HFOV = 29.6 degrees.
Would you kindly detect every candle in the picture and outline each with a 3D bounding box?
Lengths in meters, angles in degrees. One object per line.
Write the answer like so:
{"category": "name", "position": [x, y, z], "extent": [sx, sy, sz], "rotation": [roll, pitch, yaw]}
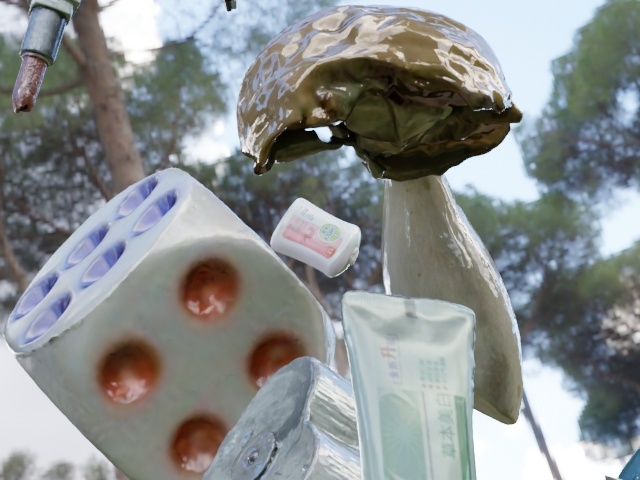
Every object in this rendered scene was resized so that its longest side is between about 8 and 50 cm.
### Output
{"category": "candle", "position": [-0.033, 0.187, 0.938], "extent": [0.068, 0.192, 0.168], "rotation": [39, -70, -18]}

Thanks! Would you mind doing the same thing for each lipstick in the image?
{"category": "lipstick", "position": [-0.145, -0.115, 0.643], "extent": [0.025, 0.107, 0.025], "rotation": [18, -21, -19]}

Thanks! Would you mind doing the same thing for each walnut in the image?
{"category": "walnut", "position": [0.055, -0.135, 1.046], "extent": [0.204, 0.141, 0.238], "rotation": [-21, -17, 42]}

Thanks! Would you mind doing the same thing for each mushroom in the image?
{"category": "mushroom", "position": [0.132, 0.036, 1.298], "extent": [0.128, 0.350, 0.128], "rotation": [-16, 1, 0]}

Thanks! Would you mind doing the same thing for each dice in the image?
{"category": "dice", "position": [-0.151, 0.097, 1.254], "extent": [0.259, 0.243, 0.251], "rotation": [-45, -68, -10]}

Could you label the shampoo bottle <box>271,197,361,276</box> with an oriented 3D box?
{"category": "shampoo bottle", "position": [0.000, 0.000, 1.426], "extent": [0.099, 0.072, 0.043], "rotation": [27, -23, 17]}

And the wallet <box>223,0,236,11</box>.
{"category": "wallet", "position": [-0.123, -0.343, 1.327], "extent": [0.020, 0.196, 0.103], "rotation": [-12, -48, -10]}

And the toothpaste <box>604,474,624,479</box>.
{"category": "toothpaste", "position": [0.300, 0.219, 0.875], "extent": [0.194, 0.043, 0.067], "rotation": [13, -42, 30]}

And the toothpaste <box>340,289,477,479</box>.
{"category": "toothpaste", "position": [0.041, 0.121, 0.490], "extent": [0.064, 0.218, 0.041], "rotation": [7, -28, -15]}

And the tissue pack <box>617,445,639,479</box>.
{"category": "tissue pack", "position": [0.433, 0.221, 1.098], "extent": [0.206, 0.198, 0.287], "rotation": [35, -78, -26]}
